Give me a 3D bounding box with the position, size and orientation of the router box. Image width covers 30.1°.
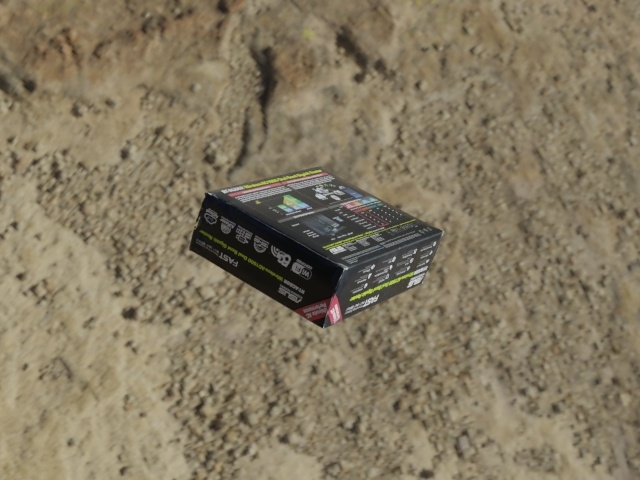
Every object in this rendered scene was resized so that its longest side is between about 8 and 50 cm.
[{"bbox_3d":[0.000,0.000,0.665,0.092,0.038,0.122,30,23,23],"label":"router box"}]
